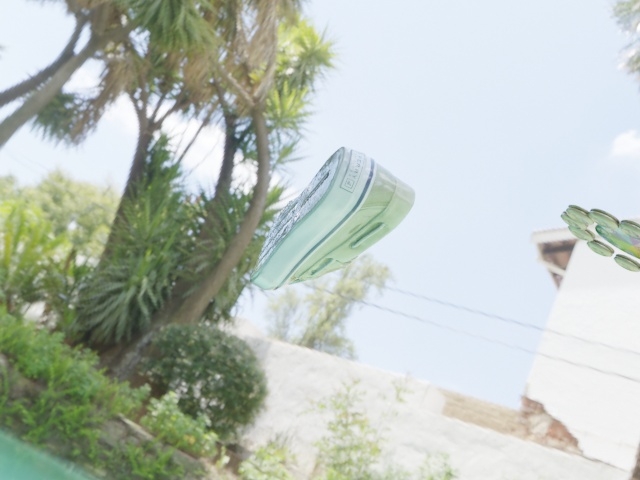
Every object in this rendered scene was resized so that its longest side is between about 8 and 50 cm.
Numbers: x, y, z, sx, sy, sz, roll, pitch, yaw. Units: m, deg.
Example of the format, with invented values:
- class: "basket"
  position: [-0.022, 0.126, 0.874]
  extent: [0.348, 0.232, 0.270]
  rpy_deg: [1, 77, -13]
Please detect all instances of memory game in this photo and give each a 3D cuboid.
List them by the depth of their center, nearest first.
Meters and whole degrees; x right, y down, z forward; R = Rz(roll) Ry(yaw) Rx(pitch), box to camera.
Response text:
- class: "memory game"
  position: [0.377, 0.010, 0.858]
  extent: [0.186, 0.012, 0.186]
  rpy_deg: [32, -4, 3]

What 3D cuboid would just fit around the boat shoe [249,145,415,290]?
- class: "boat shoe"
  position: [0.000, 0.000, 0.810]
  extent: [0.094, 0.109, 0.302]
  rpy_deg: [27, -27, -12]
